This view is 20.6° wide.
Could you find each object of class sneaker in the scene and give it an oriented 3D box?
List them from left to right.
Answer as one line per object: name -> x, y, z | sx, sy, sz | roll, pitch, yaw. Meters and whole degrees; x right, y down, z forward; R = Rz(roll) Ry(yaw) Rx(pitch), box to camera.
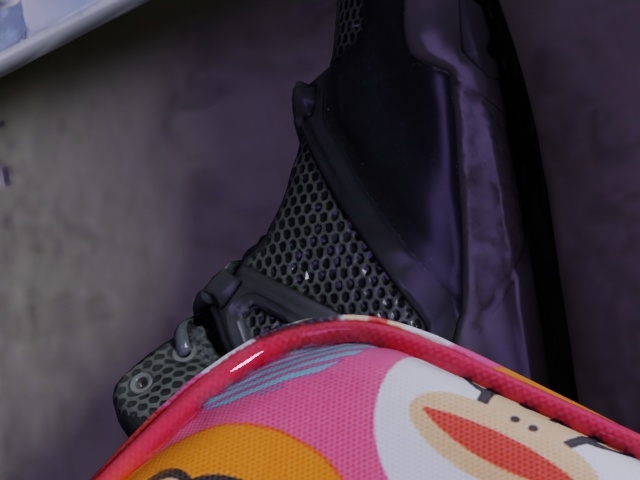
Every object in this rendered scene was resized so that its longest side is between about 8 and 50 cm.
sneaker -> 0.000, 0.000, 0.491 | 0.130, 0.087, 0.227 | -7, 83, 14

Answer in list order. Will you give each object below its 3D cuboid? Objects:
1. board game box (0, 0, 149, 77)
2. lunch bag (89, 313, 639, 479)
board game box -> -0.172, -0.227, 0.578 | 0.390, 0.050, 0.390 | -22, 74, 29
lunch bag -> 0.057, 0.140, 0.315 | 0.293, 0.120, 0.258 | 28, 63, 28
